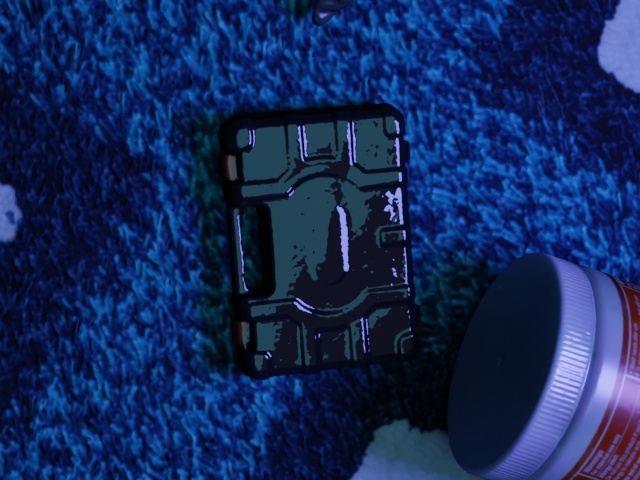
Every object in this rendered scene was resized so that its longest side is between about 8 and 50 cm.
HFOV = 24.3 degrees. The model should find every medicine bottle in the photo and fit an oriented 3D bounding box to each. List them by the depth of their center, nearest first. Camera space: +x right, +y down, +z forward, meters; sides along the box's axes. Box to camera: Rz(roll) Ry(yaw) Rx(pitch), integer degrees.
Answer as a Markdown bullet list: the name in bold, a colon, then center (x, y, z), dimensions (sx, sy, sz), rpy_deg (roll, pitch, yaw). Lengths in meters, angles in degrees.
- **medicine bottle**: center (0.298, 0.165, 1.607), dimensions (0.241, 0.252, 0.252), rpy_deg (20, 91, -17)

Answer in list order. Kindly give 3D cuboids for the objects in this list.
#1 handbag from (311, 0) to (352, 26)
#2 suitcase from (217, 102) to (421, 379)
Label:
- **handbag**: center (0.055, -0.369, 1.552), dimensions (0.326, 0.118, 0.269), rpy_deg (-6, 91, -13)
- **suitcase**: center (0.000, 0.000, 1.607), dimensions (0.206, 0.066, 0.285), rpy_deg (-6, 98, -14)
